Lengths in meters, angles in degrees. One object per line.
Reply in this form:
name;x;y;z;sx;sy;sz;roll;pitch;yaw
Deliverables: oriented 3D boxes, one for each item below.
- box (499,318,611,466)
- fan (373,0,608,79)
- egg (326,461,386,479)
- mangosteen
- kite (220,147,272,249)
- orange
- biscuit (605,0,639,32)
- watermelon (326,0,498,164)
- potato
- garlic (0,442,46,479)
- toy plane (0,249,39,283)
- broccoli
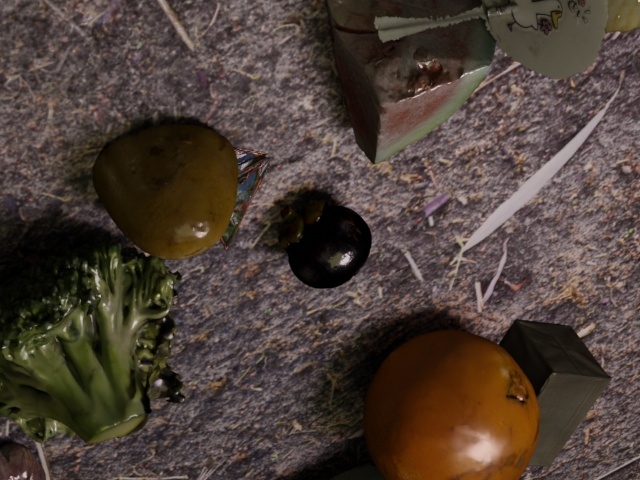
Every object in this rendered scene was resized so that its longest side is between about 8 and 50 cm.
box;0.397;0.285;2.424;0.155;0.149;0.231;7;125;-33
fan;0.243;-0.312;1.762;0.415;0.233;0.012;-19;177;-32
egg;0.093;0.589;2.389;0.428;0.345;0.345;-41;135;4
mangosteen;0.000;0.000;1.992;0.151;0.137;0.137;39;107;-8
kite;-0.148;-0.072;1.916;0.183;0.014;0.241;-24;137;-6
orange;0.223;0.308;2.244;0.312;0.312;0.312;-15;133;-16
biscuit;0.484;-0.397;1.952;0.273;0.036;0.187;-26;135;-6
watermelon;0.118;-0.258;1.825;0.310;0.193;0.232;-37;156;24
potato;-0.197;-0.048;1.802;0.203;0.158;0.178;6;129;-31
garlic;-0.504;0.400;2.076;0.147;0.102;0.159;7;123;-36
toy plane;-0.450;0.044;1.832;0.121;0.049;0.031;-28;139;-29
broccoli;-0.350;0.156;1.869;0.334;0.272;0.324;-7;172;-35
